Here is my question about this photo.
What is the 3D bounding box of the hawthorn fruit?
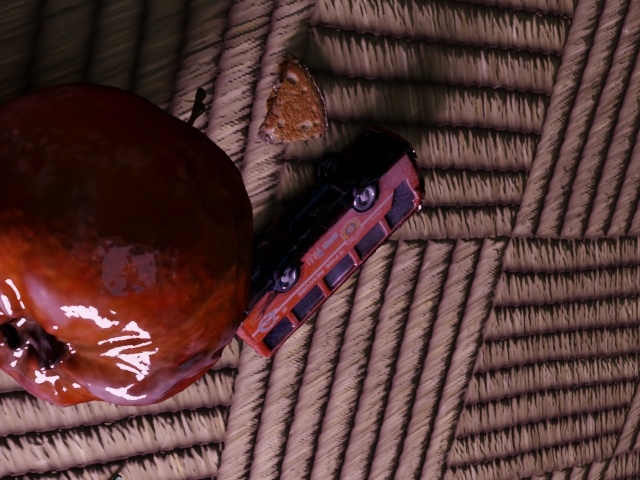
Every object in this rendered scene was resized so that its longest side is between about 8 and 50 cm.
[{"bbox_3d":[-0.148,-0.019,0.804,0.272,0.241,0.242,-64,143,-40],"label":"hawthorn fruit"}]

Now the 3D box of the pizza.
[{"bbox_3d":[-0.033,-0.116,0.966,0.078,0.025,0.083,-37,123,-24],"label":"pizza"}]

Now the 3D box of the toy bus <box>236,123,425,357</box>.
[{"bbox_3d":[0.000,0.000,1.025,0.235,0.073,0.096,-44,141,-12],"label":"toy bus"}]

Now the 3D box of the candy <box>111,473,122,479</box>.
[{"bbox_3d":[-0.244,0.296,0.999,0.202,0.061,0.061,-53,133,-16],"label":"candy"}]
